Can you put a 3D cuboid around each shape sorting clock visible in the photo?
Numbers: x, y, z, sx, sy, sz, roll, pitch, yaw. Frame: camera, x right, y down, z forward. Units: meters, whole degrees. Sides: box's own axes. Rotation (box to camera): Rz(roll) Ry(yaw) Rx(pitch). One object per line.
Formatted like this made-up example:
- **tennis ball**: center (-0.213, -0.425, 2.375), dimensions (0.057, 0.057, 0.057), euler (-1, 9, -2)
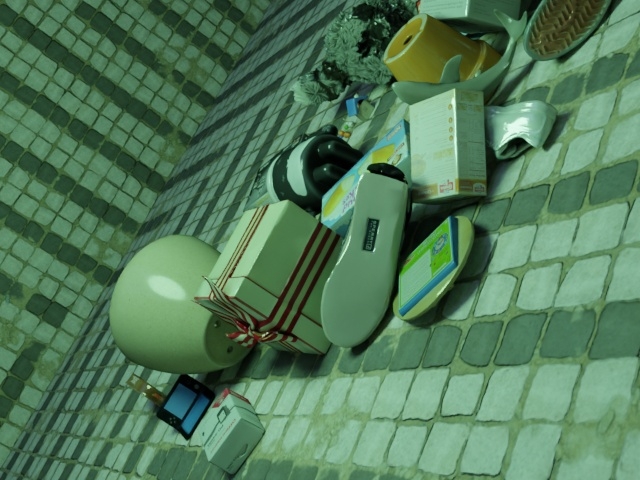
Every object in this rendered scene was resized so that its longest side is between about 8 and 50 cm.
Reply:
- **shape sorting clock**: center (0.192, 0.048, 1.375), dimensions (0.206, 0.040, 0.206), euler (-51, 19, 25)

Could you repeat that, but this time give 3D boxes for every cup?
- **cup**: center (-0.274, 0.173, 1.857), dimensions (0.237, 0.331, 0.331), euler (18, 72, 41)

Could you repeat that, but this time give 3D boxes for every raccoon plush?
- **raccoon plush**: center (0.108, -0.565, 2.143), dimensions (0.446, 0.216, 0.299), euler (-11, 40, 38)

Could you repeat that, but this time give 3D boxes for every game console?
- **game console**: center (-0.316, 0.385, 1.894), dimensions (0.122, 0.107, 0.071), euler (-58, -6, -9)

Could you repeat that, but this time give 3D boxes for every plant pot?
- **plant pot**: center (0.239, -0.358, 1.669), dimensions (0.205, 0.188, 0.205), euler (-44, 24, 26)

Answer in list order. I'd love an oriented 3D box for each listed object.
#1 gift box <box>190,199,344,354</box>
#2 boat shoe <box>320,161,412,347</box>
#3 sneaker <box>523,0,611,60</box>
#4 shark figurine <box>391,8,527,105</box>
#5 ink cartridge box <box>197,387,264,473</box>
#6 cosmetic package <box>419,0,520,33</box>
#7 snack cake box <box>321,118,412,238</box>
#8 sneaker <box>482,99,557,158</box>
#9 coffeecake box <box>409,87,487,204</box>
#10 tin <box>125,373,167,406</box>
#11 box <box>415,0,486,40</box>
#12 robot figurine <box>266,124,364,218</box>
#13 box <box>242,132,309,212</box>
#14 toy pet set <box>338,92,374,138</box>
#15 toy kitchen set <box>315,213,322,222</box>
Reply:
- **gift box**: center (-0.105, 0.083, 1.638), dimensions (0.258, 0.276, 0.255), euler (-64, 18, -18)
- **boat shoe**: center (0.102, 0.034, 1.517), dimensions (0.158, 0.127, 0.340), euler (17, -89, -73)
- **sneaker**: center (0.472, -0.455, 1.471), dimensions (0.302, 0.108, 0.121), euler (-54, 5, 10)
- **shark figurine**: center (0.295, -0.300, 1.532), dimensions (0.278, 0.166, 0.116), euler (-33, 19, 16)
- **ink cartridge box**: center (-0.182, 0.381, 1.629), dimensions (0.109, 0.063, 0.150), euler (-54, 21, 1)
- **cosmetic package**: center (0.315, -0.536, 1.680), dimensions (0.151, 0.151, 0.183), euler (16, 101, 54)
- **snack cake box**: center (0.117, -0.108, 1.692), dimensions (0.264, 0.089, 0.152), euler (-43, 24, 28)
- **sneaker**: center (0.316, -0.183, 1.423), dimensions (0.212, 0.080, 0.094), euler (-4, 66, 61)
- **coffeecake box**: center (0.227, -0.164, 1.460), dimensions (0.142, 0.068, 0.185), euler (-8, 82, 62)
- **tin**: center (-0.442, 0.390, 2.092), dimensions (0.040, 0.106, 0.190), euler (-60, 23, -13)
- **box**: center (0.319, -0.526, 1.844), dimensions (0.233, 0.044, 0.159), euler (-26, 67, 50)
- **robot figurine**: center (-0.011, -0.150, 1.913), dimensions (0.209, 0.173, 0.278), euler (-40, 12, -31)
- **box**: center (-0.117, -0.180, 2.320), dimensions (0.231, 0.056, 0.183), euler (-33, 30, 44)
- **toy pet set**: center (0.081, -0.339, 2.132), dimensions (0.122, 0.065, 0.114), euler (-60, 22, -13)
- **toy kitchen set**: center (0.000, 0.000, 1.780), dimensions (0.075, 0.083, 0.068), euler (-25, 36, 51)
